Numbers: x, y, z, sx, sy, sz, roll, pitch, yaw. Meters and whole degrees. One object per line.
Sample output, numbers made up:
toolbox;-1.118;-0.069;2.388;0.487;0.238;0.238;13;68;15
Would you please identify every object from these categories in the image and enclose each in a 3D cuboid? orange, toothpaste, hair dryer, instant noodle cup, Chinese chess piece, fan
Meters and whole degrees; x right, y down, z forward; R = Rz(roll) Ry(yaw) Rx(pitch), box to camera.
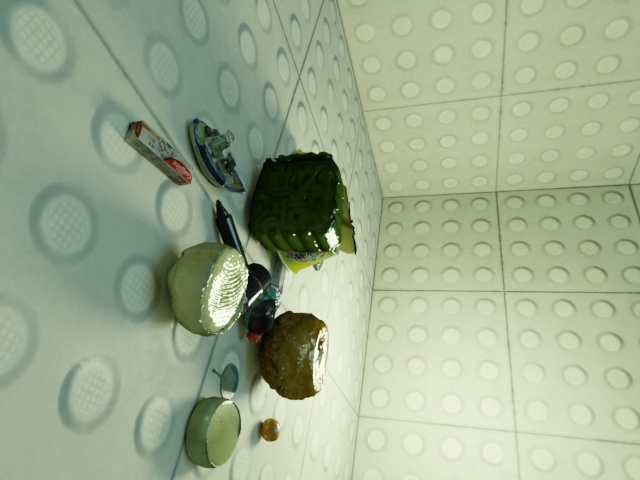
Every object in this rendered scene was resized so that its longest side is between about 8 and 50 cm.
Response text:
orange;-0.182;0.693;1.631;0.083;0.070;0.083;7;90;-86
toothpaste;-0.164;0.125;1.783;0.047;0.040;0.196;64;29;-55
hair dryer;-0.275;0.046;1.388;0.189;0.107;0.352;-54;131;-59
instant noodle cup;-0.052;-0.013;1.787;0.264;0.200;0.264;-17;90;-74
Chinese chess piece;-0.302;0.540;1.263;0.188;0.083;0.189;0;90;-69
fan;-0.297;0.435;1.399;0.175;0.005;0.113;64;30;-52

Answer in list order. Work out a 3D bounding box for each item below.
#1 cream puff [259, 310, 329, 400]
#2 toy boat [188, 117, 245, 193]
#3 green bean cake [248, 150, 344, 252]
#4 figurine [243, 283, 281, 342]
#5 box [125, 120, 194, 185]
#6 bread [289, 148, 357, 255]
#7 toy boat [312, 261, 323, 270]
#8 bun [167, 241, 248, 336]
cream puff;-0.100;0.416;1.645;0.343;0.231;0.327;-17;107;-76
toy boat;-0.288;-0.241;1.302;0.114;0.115;0.262;-73;155;-44
green bean cake;-0.076;-0.130;1.598;0.218;0.335;0.319;57;31;-60
figurine;-0.197;0.244;1.570;0.245;0.110;0.138;-65;152;-69
box;-0.391;-0.210;1.104;0.218;0.039;0.055;52;39;-61
bread;0.029;-0.174;1.959;0.242;0.404;0.346;-44;143;-53
toy boat;0.000;0.000;2.212;0.141;0.092;0.320;49;44;-60
bun;-0.305;0.123;1.166;0.259;0.152;0.260;12;90;-73
